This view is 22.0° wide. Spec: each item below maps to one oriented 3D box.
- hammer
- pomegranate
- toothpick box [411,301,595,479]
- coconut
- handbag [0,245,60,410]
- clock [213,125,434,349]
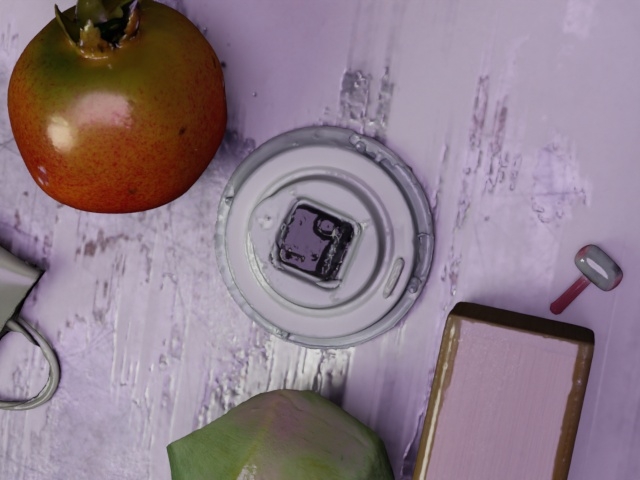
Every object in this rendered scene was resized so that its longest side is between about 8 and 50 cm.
[{"bbox_3d":[0.264,0.046,1.669,0.052,0.031,0.083,45,108,7],"label":"hammer"},{"bbox_3d":[-0.201,-0.145,1.624,0.220,0.257,0.221,-4,51,4],"label":"pomegranate"},{"bbox_3d":[0.172,0.229,1.635,0.190,0.187,0.308,13,95,10],"label":"toothpick box"},{"bbox_3d":[-0.051,0.259,1.666,0.235,0.236,0.205,16,55,12],"label":"coconut"},{"bbox_3d":[-0.426,0.084,1.768,0.315,0.109,0.241,36,102,1],"label":"handbag"},{"bbox_3d":[0.000,0.000,1.701,0.236,0.053,0.237,1,98,10],"label":"clock"}]
